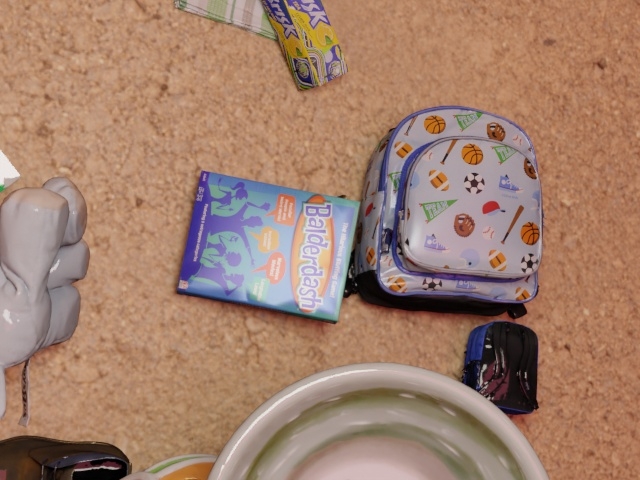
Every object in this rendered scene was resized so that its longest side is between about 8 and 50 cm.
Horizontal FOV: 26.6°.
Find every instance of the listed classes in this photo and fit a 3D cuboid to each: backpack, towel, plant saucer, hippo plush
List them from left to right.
[{"bbox_3d":[-0.415,0.050,1.575,0.236,0.234,0.294,11,79,5],"label":"hippo plush"},{"bbox_3d":[-0.111,-0.340,1.800,0.152,0.023,0.113,16,80,-20],"label":"towel"},{"bbox_3d":[0.058,0.334,1.459,0.400,0.100,0.401,2,80,-9],"label":"plant saucer"},{"bbox_3d":[0.173,-0.045,1.794,0.276,0.213,0.264,6,72,-18],"label":"backpack"},{"bbox_3d":[0.238,0.171,1.845,0.097,0.101,0.120,13,76,-22],"label":"backpack"}]

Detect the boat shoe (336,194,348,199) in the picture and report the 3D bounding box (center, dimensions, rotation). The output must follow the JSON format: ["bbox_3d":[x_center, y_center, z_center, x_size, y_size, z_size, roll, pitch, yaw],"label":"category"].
[{"bbox_3d":[0.000,0.000,1.800,0.045,0.050,0.135,42,81,-17],"label":"boat shoe"}]

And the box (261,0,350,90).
[{"bbox_3d":[-0.026,-0.288,1.797,0.059,0.054,0.169,-30,103,-31],"label":"box"}]

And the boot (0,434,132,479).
[{"bbox_3d":[-0.329,0.273,1.609,0.219,0.106,0.082,-4,86,-22],"label":"boot"}]

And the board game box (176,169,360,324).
[{"bbox_3d":[-0.066,0.009,1.740,0.210,0.047,0.160,11,80,-3],"label":"board game box"}]

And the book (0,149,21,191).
[{"bbox_3d":[-0.447,-0.105,1.643,0.096,0.035,0.144,-40,101,-16],"label":"book"}]

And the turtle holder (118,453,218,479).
[{"bbox_3d":[-0.176,0.372,1.589,0.227,0.320,0.243,33,58,-37],"label":"turtle holder"}]
